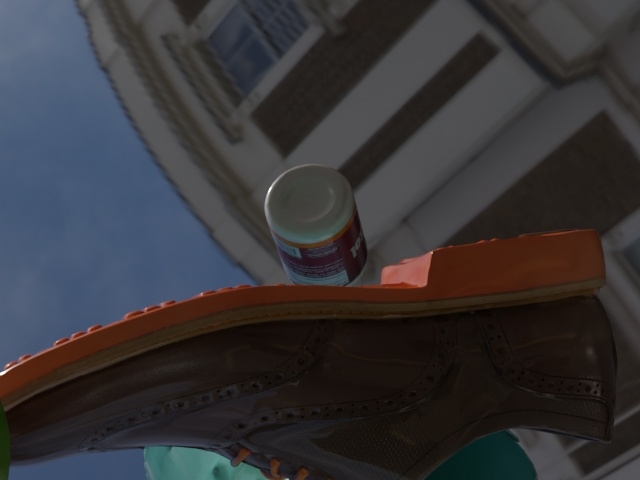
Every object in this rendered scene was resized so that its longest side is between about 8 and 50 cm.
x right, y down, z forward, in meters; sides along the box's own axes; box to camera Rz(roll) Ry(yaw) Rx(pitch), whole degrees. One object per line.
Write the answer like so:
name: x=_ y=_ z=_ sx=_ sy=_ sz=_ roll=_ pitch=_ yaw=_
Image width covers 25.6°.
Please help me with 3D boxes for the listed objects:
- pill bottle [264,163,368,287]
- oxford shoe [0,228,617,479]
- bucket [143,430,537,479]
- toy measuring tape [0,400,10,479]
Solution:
pill bottle: x=0.000 y=0.000 z=1.361 sx=0.086 sy=0.152 sz=0.086 roll=-5 pitch=-121 yaw=7
oxford shoe: x=-0.012 y=0.087 z=0.742 sx=0.363 sy=0.130 sz=0.133 roll=-11 pitch=-93 yaw=-7
bucket: x=0.008 y=0.187 z=1.079 sx=0.281 sy=0.281 sz=0.183 roll=8 pitch=-153 yaw=-36
toy measuring tape: x=-0.172 y=0.033 z=0.600 sx=0.121 sy=0.121 sz=0.330 roll=23 pitch=-107 yaw=-25
